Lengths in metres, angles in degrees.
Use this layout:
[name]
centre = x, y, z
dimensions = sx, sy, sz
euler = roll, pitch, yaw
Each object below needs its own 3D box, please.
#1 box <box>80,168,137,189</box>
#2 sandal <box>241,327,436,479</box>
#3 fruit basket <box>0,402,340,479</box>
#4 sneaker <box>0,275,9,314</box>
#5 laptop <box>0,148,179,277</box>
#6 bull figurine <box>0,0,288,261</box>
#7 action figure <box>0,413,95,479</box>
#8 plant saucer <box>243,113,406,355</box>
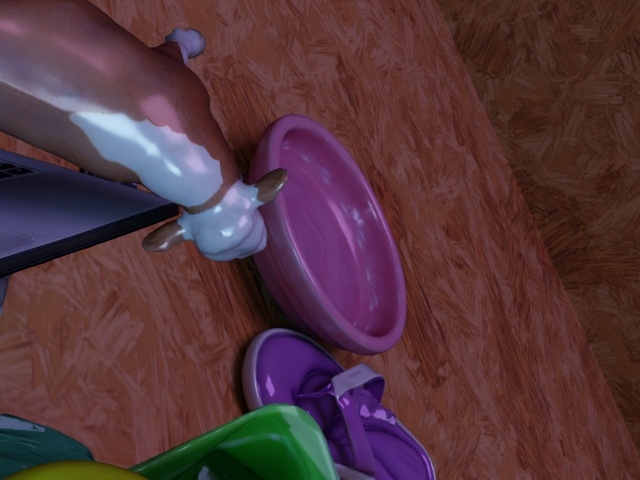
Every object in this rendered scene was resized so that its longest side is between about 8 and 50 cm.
[box]
centre = -0.215, -0.067, 1.012
dimensions = 0.067, 0.018, 0.083
euler = 38, 40, -49
[sandal]
centre = 0.053, 0.221, 1.244
dimensions = 0.416, 0.102, 0.169
euler = 42, 35, -43
[fruit basket]
centre = -0.116, 0.235, 0.476
dimensions = 0.392, 0.392, 0.283
euler = -24, 94, -65
[sneaker]
centre = -0.304, 0.040, 0.653
dimensions = 0.281, 0.105, 0.115
euler = -20, 113, -55
[laptop]
centre = -0.336, -0.138, 0.579
dimensions = 0.382, 0.407, 0.237
euler = -29, 132, -64
[bull figurine]
centre = -0.152, -0.102, 0.644
dimensions = 0.310, 0.101, 0.188
euler = 31, 21, -25
[action figure]
centre = -0.228, 0.177, 0.733
dimensions = 0.232, 0.063, 0.137
euler = 29, 24, -47
[plant saucer]
centre = 0.000, 0.000, 1.305
dimensions = 0.332, 0.084, 0.332
euler = 47, 30, -37
